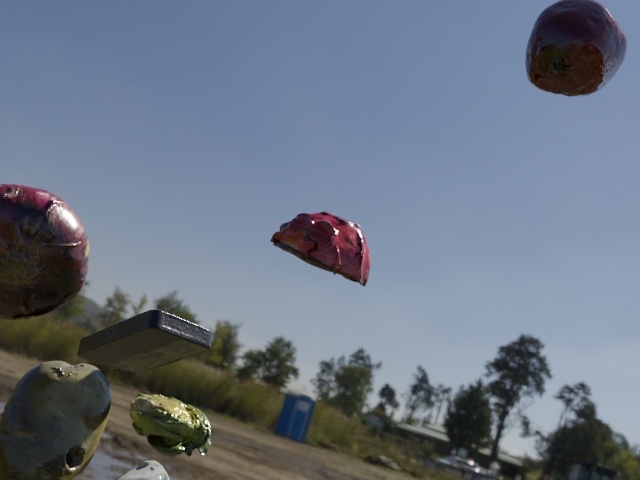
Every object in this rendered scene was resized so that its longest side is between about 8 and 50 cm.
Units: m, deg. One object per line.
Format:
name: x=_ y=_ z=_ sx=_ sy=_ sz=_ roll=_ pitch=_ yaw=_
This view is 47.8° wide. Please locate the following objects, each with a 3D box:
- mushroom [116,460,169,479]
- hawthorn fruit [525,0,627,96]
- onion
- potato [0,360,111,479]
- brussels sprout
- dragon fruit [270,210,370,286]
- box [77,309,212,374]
mushroom: x=-0.336 y=0.480 z=1.134 sx=0.109 sy=0.097 sz=0.351 roll=26 pitch=32 yaw=8
hawthorn fruit: x=0.472 y=-0.352 z=1.371 sx=0.189 sy=0.251 sz=0.190 roll=23 pitch=-48 yaw=28
onion: x=-0.528 y=0.019 z=1.270 sx=0.246 sy=0.246 sz=0.190 roll=24 pitch=17 yaw=-24
potato: x=-0.522 y=0.367 z=1.389 sx=0.191 sy=0.296 sz=0.141 roll=25 pitch=-39 yaw=-14
brussels sprout: x=-0.317 y=0.385 z=1.517 sx=0.180 sy=0.101 sz=0.139 roll=11 pitch=13 yaw=17
dragon fruit: x=0.000 y=0.000 z=1.725 sx=0.261 sy=0.189 sz=0.163 roll=20 pitch=-34 yaw=28
box: x=-0.473 y=0.279 z=1.937 sx=0.350 sy=0.058 sz=0.211 roll=-22 pitch=-36 yaw=34
